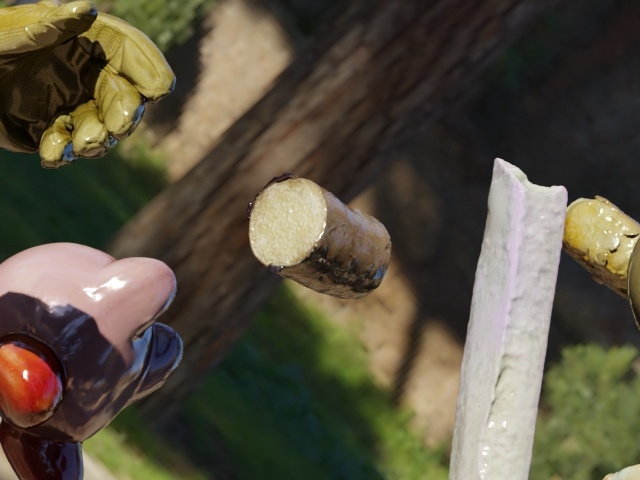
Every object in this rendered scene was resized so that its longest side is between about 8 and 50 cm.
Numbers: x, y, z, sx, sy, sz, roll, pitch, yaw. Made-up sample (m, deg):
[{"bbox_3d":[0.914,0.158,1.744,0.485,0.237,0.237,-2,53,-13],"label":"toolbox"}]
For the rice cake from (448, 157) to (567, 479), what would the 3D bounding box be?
[{"bbox_3d":[0.172,0.123,1.847,0.064,0.399,0.070,11,-6,-27],"label":"rice cake"}]

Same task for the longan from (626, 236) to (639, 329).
[{"bbox_3d":[0.378,0.048,1.901,0.167,0.167,0.187,48,-9,38],"label":"longan"}]

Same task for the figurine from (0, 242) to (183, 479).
[{"bbox_3d":[-0.305,0.120,2.239,0.211,0.261,0.269,29,-31,21],"label":"figurine"}]

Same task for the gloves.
[{"bbox_3d":[-0.257,-0.145,1.803,0.331,0.154,0.141,8,3,32],"label":"gloves"}]

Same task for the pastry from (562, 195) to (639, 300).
[{"bbox_3d":[0.330,0.013,2.203,0.153,0.081,0.153,38,-7,5],"label":"pastry"}]

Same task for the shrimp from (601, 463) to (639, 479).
[{"bbox_3d":[0.281,0.205,1.246,0.254,0.145,0.059,10,23,29],"label":"shrimp"}]

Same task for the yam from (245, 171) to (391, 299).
[{"bbox_3d":[0.002,0.001,1.602,0.084,0.084,0.127,48,13,34],"label":"yam"}]
